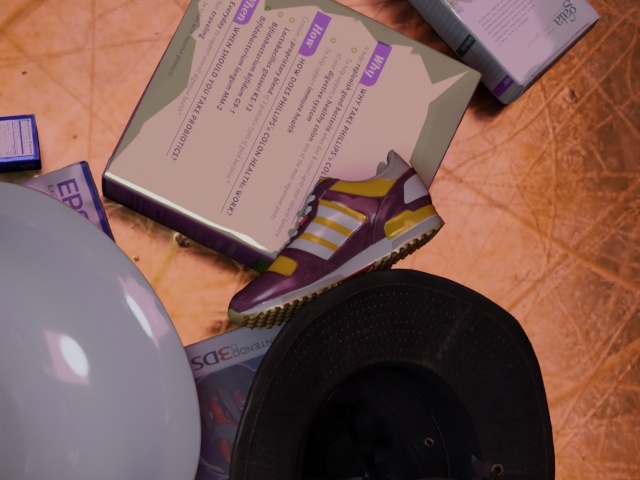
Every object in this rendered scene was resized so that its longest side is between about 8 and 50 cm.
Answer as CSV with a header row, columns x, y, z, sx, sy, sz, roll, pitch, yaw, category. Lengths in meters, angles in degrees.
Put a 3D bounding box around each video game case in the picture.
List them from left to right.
x,y,z,sx,sy,sz,roll,pitch,yaw,category
-0.045,0.170,1.602,0.183,0.023,0.201,-18,86,-32,video game case

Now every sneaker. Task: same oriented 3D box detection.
x,y,z,sx,sy,sz,roll,pitch,yaw,category
0.000,0.000,1.528,0.185,0.069,0.084,-27,79,-14,sneaker

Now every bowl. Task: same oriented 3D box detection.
x,y,z,sx,sy,sz,roll,pitch,yaw,category
-0.238,0.114,1.453,0.134,0.298,0.298,-31,87,32,bowl

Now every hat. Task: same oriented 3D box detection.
x,y,z,sx,sy,sz,roll,pitch,yaw,category
0.036,0.185,1.553,0.331,0.134,0.331,-1,93,-29,hat

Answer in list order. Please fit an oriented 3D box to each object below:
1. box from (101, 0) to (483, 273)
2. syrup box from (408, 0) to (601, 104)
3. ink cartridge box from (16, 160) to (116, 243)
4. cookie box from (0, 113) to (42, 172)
x,y,z,sx,sy,sz,roll,pitch,yaw,category
-0.026,-0.086,1.623,0.243,0.117,0.214,25,81,-2,box
0.117,-0.235,1.667,0.093,0.096,0.237,-43,90,-8,syrup box
-0.287,0.126,1.595,0.307,0.072,0.304,-18,85,-11,ink cartridge box
-0.282,-0.075,1.605,0.107,0.092,0.040,-6,87,-8,cookie box
